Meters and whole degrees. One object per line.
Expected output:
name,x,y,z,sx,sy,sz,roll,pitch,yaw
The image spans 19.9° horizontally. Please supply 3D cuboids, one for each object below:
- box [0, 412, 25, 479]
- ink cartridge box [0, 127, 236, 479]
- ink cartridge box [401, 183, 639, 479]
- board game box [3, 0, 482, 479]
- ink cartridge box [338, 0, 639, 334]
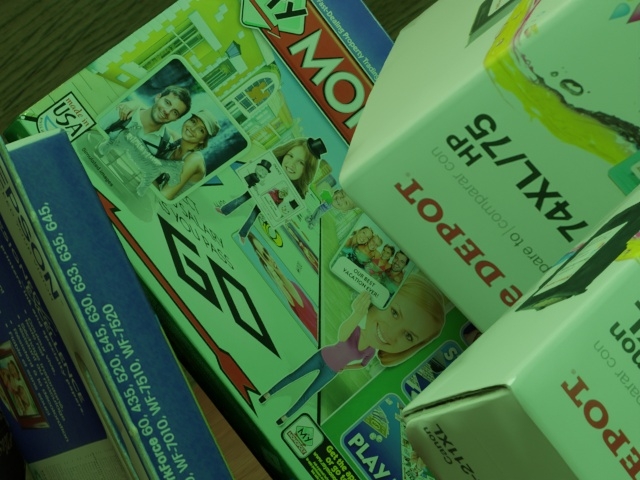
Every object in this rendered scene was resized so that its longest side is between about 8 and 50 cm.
box,-0.297,0.217,1.117,0.183,0.294,0.296,6,16,5
ink cartridge box,-0.106,0.098,0.966,0.072,0.303,0.307,-25,-1,-22
ink cartridge box,0.134,0.050,0.605,0.175,0.127,0.072,-41,7,-28
board game box,0.000,0.000,1.051,0.213,0.317,0.046,-40,5,-22
ink cartridge box,0.184,-0.079,0.954,0.270,0.198,0.197,-37,16,29
